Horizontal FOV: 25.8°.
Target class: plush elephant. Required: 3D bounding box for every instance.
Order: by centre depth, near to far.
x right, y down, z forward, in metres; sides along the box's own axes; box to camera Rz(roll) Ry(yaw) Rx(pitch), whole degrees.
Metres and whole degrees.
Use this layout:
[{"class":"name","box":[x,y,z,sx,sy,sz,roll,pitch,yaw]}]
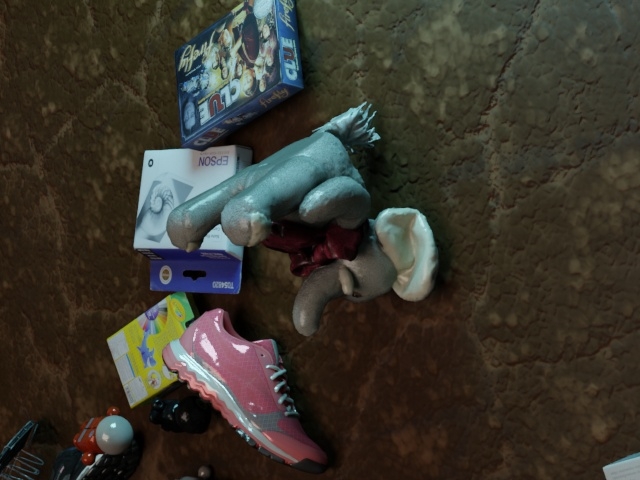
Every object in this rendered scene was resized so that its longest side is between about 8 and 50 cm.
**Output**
[{"class":"plush elephant","box":[0.000,0.000,1.869,0.272,0.330,0.255,-9,112,57]}]

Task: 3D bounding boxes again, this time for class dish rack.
[{"class":"dish rack","box":[-0.572,0.465,2.528,0.074,0.208,0.271,25,108,0]}]

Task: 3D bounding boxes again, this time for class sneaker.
[{"class":"sneaker","box":[-0.093,0.218,2.075,0.314,0.116,0.136,39,89,19]},{"class":"sneaker","box":[-0.417,0.397,2.424,0.283,0.107,0.124,-53,55,35]}]

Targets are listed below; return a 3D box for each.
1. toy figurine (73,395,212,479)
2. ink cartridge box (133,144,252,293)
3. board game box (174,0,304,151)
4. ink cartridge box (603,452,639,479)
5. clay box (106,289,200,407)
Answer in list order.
[{"class":"toy figurine","box":[-0.265,0.355,2.188,0.148,0.213,0.209,-16,84,58]},{"class":"ink cartridge box","box":[-0.201,-0.032,2.154,0.223,0.045,0.223,-1,83,44]},{"class":"board game box","box":[-0.124,-0.252,2.050,0.243,0.042,0.165,-27,61,43]},{"class":"ink cartridge box","box":[0.434,0.348,1.602,0.134,0.078,0.231,-28,77,43]},{"class":"clay box","box":[-0.250,0.173,2.258,0.222,0.053,0.127,-33,73,40]}]
